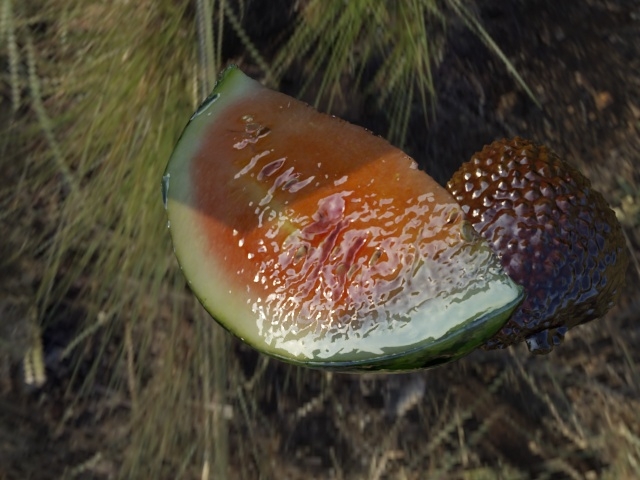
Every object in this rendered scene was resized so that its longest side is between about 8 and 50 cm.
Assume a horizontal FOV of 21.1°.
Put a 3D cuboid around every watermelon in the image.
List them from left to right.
[{"bbox_3d":[-0.003,-0.003,0.841,0.063,0.245,0.119,16,108,-43],"label":"watermelon"}]

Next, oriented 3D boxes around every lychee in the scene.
[{"bbox_3d":[0.176,0.012,1.521,0.194,0.194,0.194,0,108,1],"label":"lychee"}]
